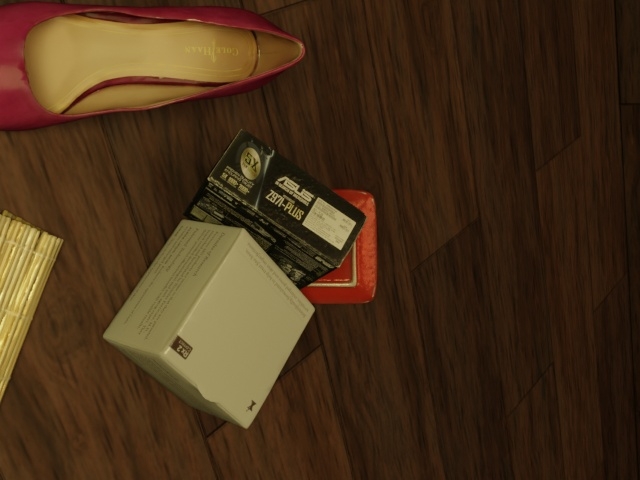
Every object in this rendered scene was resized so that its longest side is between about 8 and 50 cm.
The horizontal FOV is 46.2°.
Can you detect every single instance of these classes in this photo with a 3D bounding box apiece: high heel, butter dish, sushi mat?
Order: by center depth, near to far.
[{"bbox_3d":[-0.366,0.117,0.730,0.151,0.019,0.316,28,76,-47],"label":"sushi mat"},{"bbox_3d":[-0.196,-0.184,0.747,0.377,0.181,0.127,-27,116,-44],"label":"high heel"},{"bbox_3d":[0.000,0.000,1.057,0.118,0.160,0.159,-69,158,-76],"label":"butter dish"}]

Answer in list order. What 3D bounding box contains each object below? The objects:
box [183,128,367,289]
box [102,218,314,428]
[{"bbox_3d":[-0.058,-0.030,0.903,0.180,0.147,0.077,34,66,-9],"label":"box"},{"bbox_3d":[-0.130,0.100,0.920,0.181,0.119,0.181,-59,135,-24],"label":"box"}]
